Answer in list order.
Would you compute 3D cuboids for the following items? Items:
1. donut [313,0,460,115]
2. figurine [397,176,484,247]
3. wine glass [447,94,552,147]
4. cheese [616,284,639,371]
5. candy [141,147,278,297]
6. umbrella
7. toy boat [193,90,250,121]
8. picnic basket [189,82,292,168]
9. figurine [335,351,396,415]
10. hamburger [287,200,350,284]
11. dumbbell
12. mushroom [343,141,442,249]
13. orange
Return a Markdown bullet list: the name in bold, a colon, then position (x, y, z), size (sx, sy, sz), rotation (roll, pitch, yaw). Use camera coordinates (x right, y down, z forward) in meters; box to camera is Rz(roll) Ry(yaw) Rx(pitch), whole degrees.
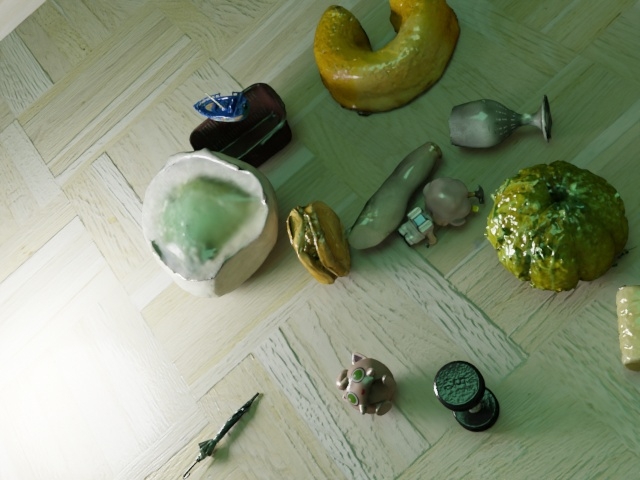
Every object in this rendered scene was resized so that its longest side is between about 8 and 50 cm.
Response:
- **donut**: position (0.183, -0.567, 2.146), size (0.435, 0.163, 0.377), rotation (-25, 56, 10)
- **figurine**: position (0.287, -0.077, 1.851), size (0.229, 0.112, 0.137), rotation (-40, 57, 12)
- **wine glass**: position (0.448, -0.295, 1.885), size (0.241, 0.126, 0.126), rotation (-3, 61, 22)
- **cheese**: position (0.666, 0.177, 1.527), size (0.123, 0.094, 0.167), rotation (-3, 65, 13)
- **candy**: position (-0.307, -0.059, 2.048), size (0.427, 0.186, 0.386), rotation (35, 100, 25)
- **umbrella**: position (-0.246, 0.470, 1.839), size (0.269, 0.044, 0.044), rotation (-48, 16, -14)
- **toy boat**: position (-0.296, -0.393, 2.146), size (0.175, 0.110, 0.091), rotation (3, 65, 27)
- **picnic basket**: position (-0.215, -0.302, 2.206), size (0.297, 0.129, 0.222), rotation (-37, 55, 4)
- **figurine**: position (0.104, 0.326, 1.693), size (0.138, 0.125, 0.125), rotation (20, 72, 47)
- **hamburger**: position (0.001, 0.001, 1.886), size (0.108, 0.214, 0.213), rotation (-28, 54, 13)
- **dumbbell**: position (0.304, 0.323, 1.554), size (0.100, 0.191, 0.100), rotation (-11, 59, 19)
- **mushroom**: position (0.191, -0.119, 1.921), size (0.351, 0.097, 0.109), rotation (-53, 16, -15)
- **orange**: position (0.515, -0.047, 1.650), size (0.300, 0.223, 0.301), rotation (-23, 54, 6)
